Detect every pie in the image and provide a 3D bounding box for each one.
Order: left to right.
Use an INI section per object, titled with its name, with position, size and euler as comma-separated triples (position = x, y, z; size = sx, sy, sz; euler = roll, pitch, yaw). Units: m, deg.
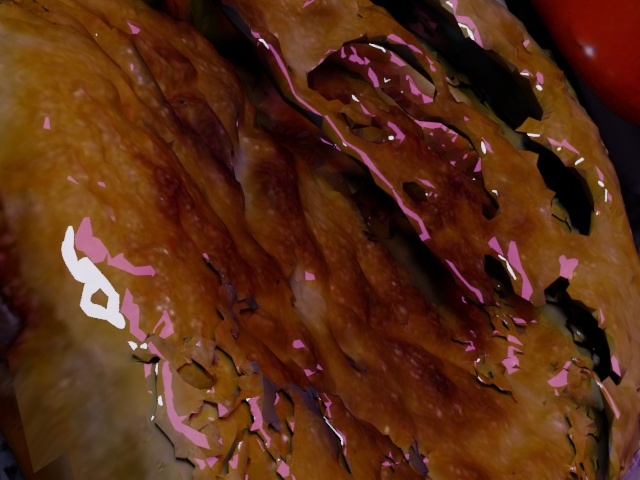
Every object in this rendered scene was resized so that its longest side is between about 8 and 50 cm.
[pie]
position = -0.001, 0.001, 0.542
size = 0.308, 0.085, 0.308
euler = 28, 46, -32

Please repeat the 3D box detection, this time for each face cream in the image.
[face cream]
position = 0.119, -0.058, 0.765
size = 0.040, 0.021, 0.083
euler = -3, 67, -48

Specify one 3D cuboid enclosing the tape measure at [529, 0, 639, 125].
[tape measure]
position = 0.133, -0.134, 0.713
size = 0.260, 0.114, 0.253
euler = 21, 35, -53
